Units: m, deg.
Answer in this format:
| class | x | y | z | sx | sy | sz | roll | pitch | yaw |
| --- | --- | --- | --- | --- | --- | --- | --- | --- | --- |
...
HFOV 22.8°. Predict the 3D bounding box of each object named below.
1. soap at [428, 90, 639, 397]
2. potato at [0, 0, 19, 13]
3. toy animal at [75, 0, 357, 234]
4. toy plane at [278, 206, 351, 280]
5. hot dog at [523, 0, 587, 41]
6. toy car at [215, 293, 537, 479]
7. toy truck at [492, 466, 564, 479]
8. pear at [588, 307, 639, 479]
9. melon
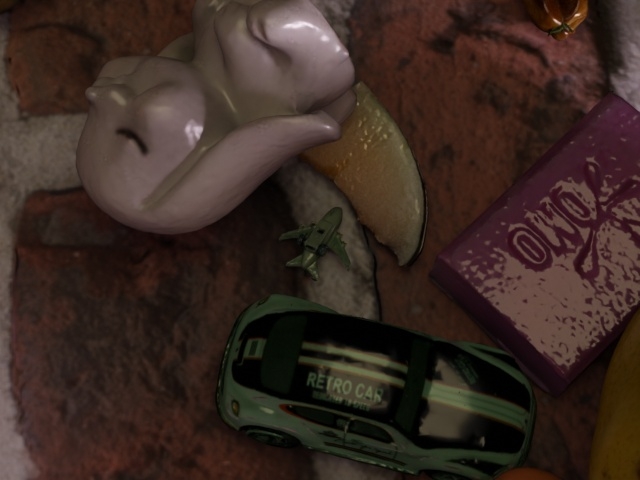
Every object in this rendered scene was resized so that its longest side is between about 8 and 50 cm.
| class | x | y | z | sx | sy | sz | roll | pitch | yaw |
| --- | --- | --- | --- | --- | --- | --- | --- | --- | --- |
| soap | 0.258 | 0.003 | 1.559 | 0.259 | 0.081 | 0.181 | -41 | 77 | -14 |
| potato | -0.405 | -0.337 | 1.626 | 0.296 | 0.141 | 0.192 | 26 | 70 | 9 |
| toy animal | -0.110 | -0.117 | 1.522 | 0.265 | 0.206 | 0.271 | -45 | 37 | -7 |
| toy plane | -0.001 | -0.001 | 1.578 | 0.080 | 0.033 | 0.083 | 23 | 71 | 21 |
| hot dog | 0.235 | -0.298 | 1.675 | 0.072 | 0.055 | 0.188 | -6 | 71 | -7 |
| toy car | 0.055 | 0.137 | 1.486 | 0.305 | 0.125 | 0.136 | 13 | 71 | 4 |
| toy truck | 0.218 | 0.337 | 1.395 | 0.264 | 0.189 | 0.239 | 24 | 64 | 6 |
| pear | 0.426 | 0.157 | 1.368 | 0.362 | 0.362 | 0.418 | 45 | 61 | 12 |
| melon | 0.059 | -0.065 | 1.594 | 0.098 | 0.054 | 0.182 | -41 | 76 | -7 |
